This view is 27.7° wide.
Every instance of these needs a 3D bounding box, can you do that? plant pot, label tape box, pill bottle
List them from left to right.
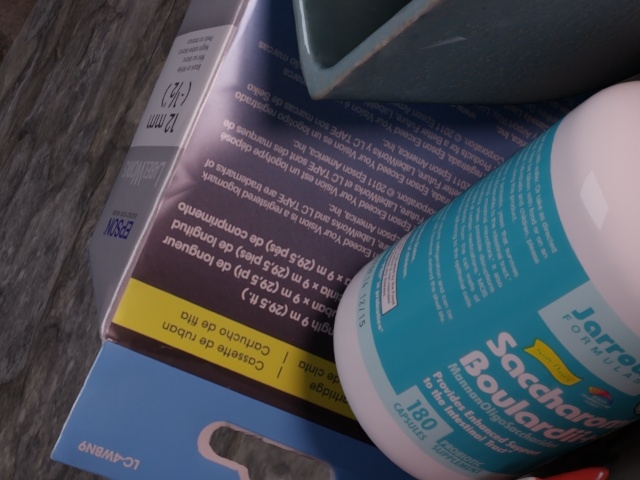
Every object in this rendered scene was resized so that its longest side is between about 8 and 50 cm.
[{"bbox_3d":[0.000,0.000,0.800,0.115,0.249,0.348,13,79,64],"label":"label tape box"},{"bbox_3d":[0.134,0.018,0.644,0.264,0.146,0.146,-39,35,44],"label":"pill bottle"},{"bbox_3d":[0.147,-0.214,0.676,0.247,0.252,0.248,-33,58,50],"label":"plant pot"}]

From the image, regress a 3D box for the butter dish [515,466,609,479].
[{"bbox_3d":[0.076,0.201,0.642,0.160,0.118,0.160,-32,0,-38],"label":"butter dish"}]
